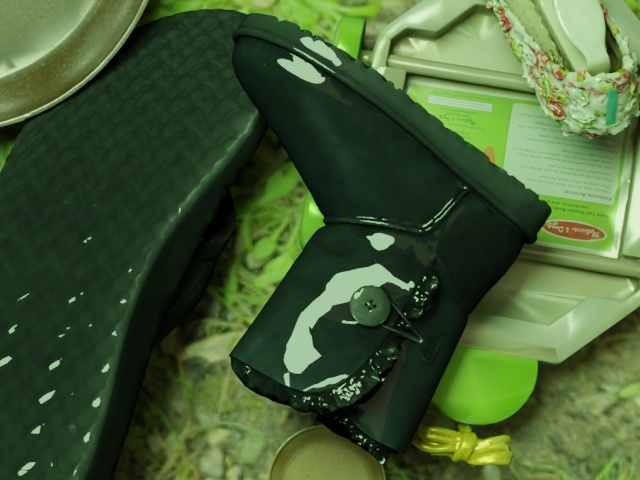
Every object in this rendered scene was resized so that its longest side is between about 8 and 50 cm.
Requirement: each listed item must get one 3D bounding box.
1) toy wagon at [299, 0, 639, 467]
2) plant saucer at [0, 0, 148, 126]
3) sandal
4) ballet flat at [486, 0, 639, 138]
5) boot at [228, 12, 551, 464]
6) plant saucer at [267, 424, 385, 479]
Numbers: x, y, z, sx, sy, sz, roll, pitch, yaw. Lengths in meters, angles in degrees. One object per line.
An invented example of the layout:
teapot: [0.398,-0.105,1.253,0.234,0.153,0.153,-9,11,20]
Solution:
toy wagon: [0.123,-0.015,1.006,0.267,0.068,0.344,10,83,5]
plant saucer: [-0.262,-0.229,0.976,0.310,0.050,0.311,-3,104,-11]
sandal: [-0.149,0.022,0.964,0.167,0.107,0.446,10,57,19]
ballet flat: [0.149,-0.179,0.968,0.091,0.077,0.241,-25,69,-10]
boot: [0.000,0.000,0.919,0.246,0.094,0.207,36,83,-6]
plant saucer: [0.004,0.172,1.010,0.083,0.015,0.083,0,82,2]
